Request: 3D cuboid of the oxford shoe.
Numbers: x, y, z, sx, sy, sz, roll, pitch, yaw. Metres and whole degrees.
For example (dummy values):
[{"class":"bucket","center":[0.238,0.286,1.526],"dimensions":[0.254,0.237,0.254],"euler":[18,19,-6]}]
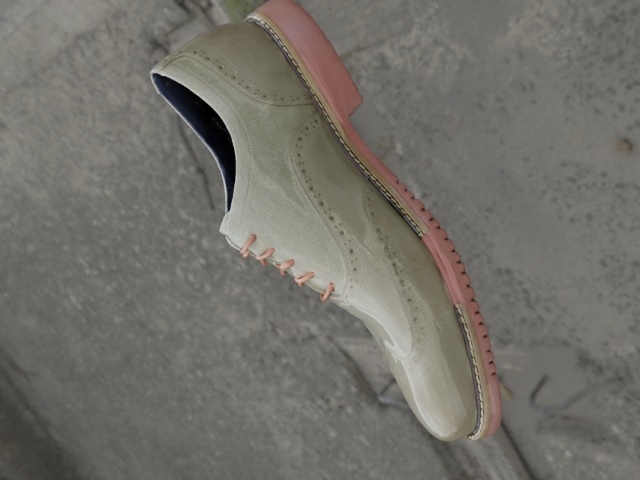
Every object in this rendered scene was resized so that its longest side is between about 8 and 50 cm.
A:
[{"class":"oxford shoe","center":[0.000,0.000,0.717],"dimensions":[0.397,0.146,0.140],"euler":[59,159,12]}]
